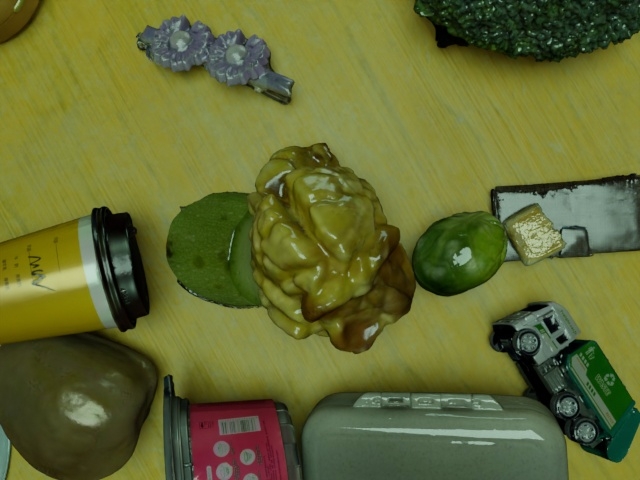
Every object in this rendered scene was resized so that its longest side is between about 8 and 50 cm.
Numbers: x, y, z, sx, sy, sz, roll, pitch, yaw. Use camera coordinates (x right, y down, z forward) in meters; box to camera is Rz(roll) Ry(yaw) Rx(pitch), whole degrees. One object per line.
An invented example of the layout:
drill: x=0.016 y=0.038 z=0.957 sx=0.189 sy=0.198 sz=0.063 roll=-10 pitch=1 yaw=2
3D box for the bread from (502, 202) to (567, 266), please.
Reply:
bread: x=0.323 y=-0.008 z=0.942 sx=0.070 sy=0.035 sz=0.083 roll=-33 pitch=81 yaw=10

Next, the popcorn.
popcorn: x=0.000 y=0.000 z=0.891 sx=0.225 sy=0.265 sz=0.332 roll=-19 pitch=70 yaw=7

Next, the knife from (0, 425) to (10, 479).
knife: x=-0.586 y=0.442 z=1.026 sx=0.080 sy=0.044 sz=0.331 roll=29 pitch=88 yaw=4

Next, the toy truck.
toy truck: x=0.370 y=0.213 z=0.937 sx=0.124 sy=0.114 sz=0.253 roll=-30 pitch=87 yaw=-11

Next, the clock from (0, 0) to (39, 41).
clock: x=-0.559 y=-0.473 z=0.968 sx=0.244 sy=0.200 sz=0.317 roll=28 pitch=99 yaw=6

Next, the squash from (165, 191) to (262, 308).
squash: x=-0.164 y=0.012 z=0.980 sx=0.184 sy=0.085 sz=0.192 roll=6 pitch=88 yaw=3

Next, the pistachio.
pistachio: x=-0.391 y=0.244 z=0.954 sx=0.260 sy=0.163 sz=0.212 roll=21 pitch=57 yaw=5

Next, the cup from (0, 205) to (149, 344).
cup: x=-0.400 y=0.065 z=0.917 sx=0.280 sy=0.196 sz=0.196 roll=-14 pitch=88 yaw=-11

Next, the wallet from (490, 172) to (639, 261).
wallet: x=0.389 y=-0.034 z=0.968 sx=0.230 sy=0.042 sz=0.124 roll=-5 pitch=92 yaw=5

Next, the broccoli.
broccoli: x=0.292 y=-0.406 z=0.876 sx=0.338 sy=0.277 sz=0.317 roll=-24 pitch=68 yaw=-6

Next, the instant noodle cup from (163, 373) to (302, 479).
instant noodle cup: x=-0.125 y=0.338 z=0.908 sx=0.181 sy=0.258 sz=0.302 roll=-7 pitch=88 yaw=-10

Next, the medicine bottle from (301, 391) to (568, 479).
medicine bottle: x=0.162 y=0.351 z=0.909 sx=0.375 sy=0.123 sz=0.282 roll=-2 pitch=99 yaw=12

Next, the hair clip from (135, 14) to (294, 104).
hair clip: x=-0.170 y=-0.294 z=0.995 sx=0.292 sy=0.084 sz=0.106 roll=22 pitch=73 yaw=8

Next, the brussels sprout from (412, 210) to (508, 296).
brussels sprout: x=0.208 y=0.018 z=0.931 sx=0.117 sy=0.155 sz=0.155 roll=44 pitch=92 yaw=4
